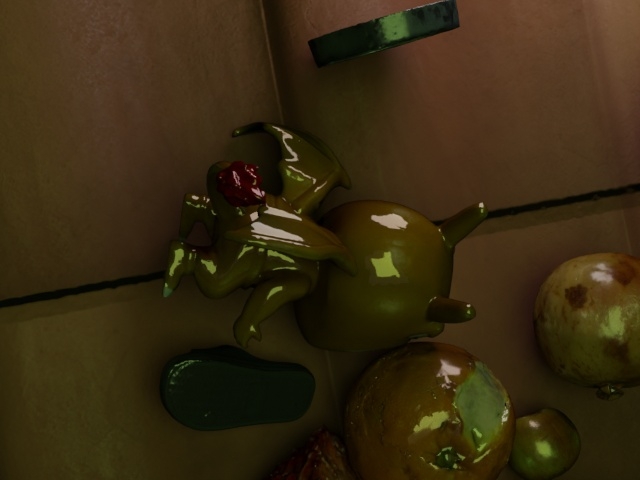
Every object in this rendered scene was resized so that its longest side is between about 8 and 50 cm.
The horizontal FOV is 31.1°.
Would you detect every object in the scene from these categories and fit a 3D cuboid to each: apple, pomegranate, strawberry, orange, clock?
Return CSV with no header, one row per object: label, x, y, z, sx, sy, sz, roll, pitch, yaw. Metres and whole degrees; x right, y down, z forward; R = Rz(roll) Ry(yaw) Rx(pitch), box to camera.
apple,0.327,0.299,1.696,0.114,0.099,0.102,-26,91,-9
pomegranate,0.416,0.125,1.665,0.215,0.215,0.215,0,88,-13
strawberry,-0.016,0.389,1.594,0.178,0.234,0.234,-22,93,17
orange,0.148,0.258,1.591,0.240,0.240,0.240,0,88,-13
clock,0.089,-0.288,1.604,0.215,0.215,0.042,-17,98,-13

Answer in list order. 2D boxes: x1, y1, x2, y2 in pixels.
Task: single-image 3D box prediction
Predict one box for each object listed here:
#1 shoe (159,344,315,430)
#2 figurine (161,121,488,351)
shoe,-0.126,0.201,1.607,0.241,0.093,0.108,8,104,-34
figurine,-0.002,0.021,1.511,0.387,0.401,0.268,14,104,-7
